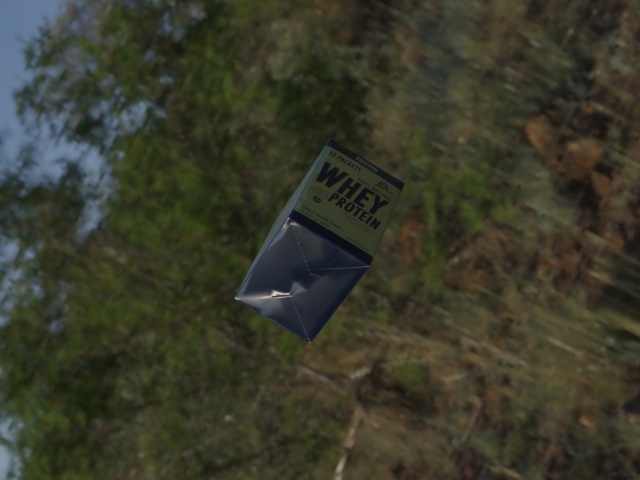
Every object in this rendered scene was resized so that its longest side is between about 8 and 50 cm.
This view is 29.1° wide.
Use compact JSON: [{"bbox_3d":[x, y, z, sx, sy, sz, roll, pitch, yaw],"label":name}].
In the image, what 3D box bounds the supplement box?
[{"bbox_3d":[0.000,0.000,0.756,0.083,0.056,0.083,-54,7,42],"label":"supplement box"}]
